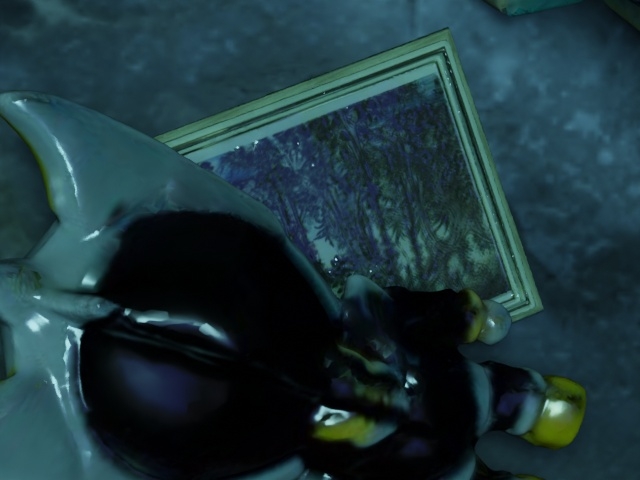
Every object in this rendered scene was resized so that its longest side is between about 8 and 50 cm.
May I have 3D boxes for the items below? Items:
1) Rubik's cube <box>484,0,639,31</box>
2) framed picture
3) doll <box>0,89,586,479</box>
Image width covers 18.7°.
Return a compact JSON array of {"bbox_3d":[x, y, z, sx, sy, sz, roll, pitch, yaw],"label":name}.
[{"bbox_3d":[0.143,-0.186,0.812,0.265,0.213,0.224,25,102,-26],"label":"Rubik's cube"},{"bbox_3d":[0.000,0.000,0.879,0.183,0.011,0.142,-21,99,-13],"label":"framed picture"},{"bbox_3d":[-0.027,0.050,0.817,0.316,0.103,0.146,20,104,-23],"label":"doll"}]
